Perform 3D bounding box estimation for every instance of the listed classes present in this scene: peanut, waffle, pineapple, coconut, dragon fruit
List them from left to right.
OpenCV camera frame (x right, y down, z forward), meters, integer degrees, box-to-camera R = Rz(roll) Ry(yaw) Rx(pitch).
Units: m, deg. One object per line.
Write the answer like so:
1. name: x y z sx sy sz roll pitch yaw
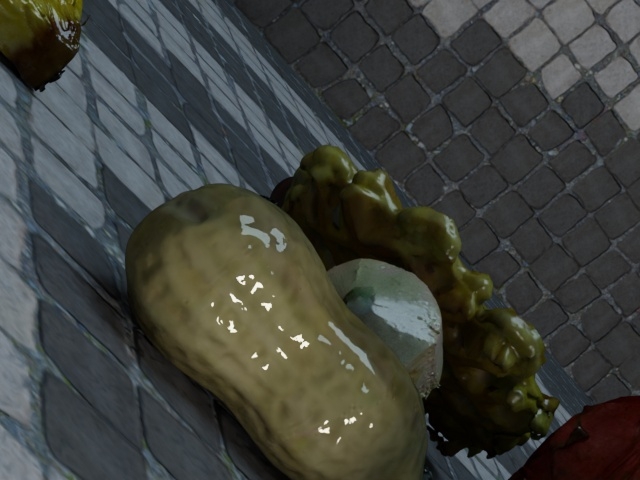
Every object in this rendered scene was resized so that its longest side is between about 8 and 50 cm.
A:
1. pineapple: -0.223 -0.164 1.181 0.116 0.069 0.137 58 19 14
2. peanut: -0.022 0.069 1.010 0.257 0.123 0.123 50 8 -23
3. coconut: 0.035 0.075 1.198 0.116 0.116 0.122 55 -10 28
4. waffle: 0.075 0.064 1.352 0.302 0.068 0.325 45 -18 11
5. dragon fruit: 0.265 0.238 1.280 0.241 0.252 0.241 12 54 -17

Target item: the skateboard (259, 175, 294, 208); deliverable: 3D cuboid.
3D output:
1. skateboard: 0.000 0.000 1.661 0.151 0.067 0.080 57 -1 6

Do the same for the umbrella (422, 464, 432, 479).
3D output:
1. umbrella: 0.071 0.194 1.172 0.050 0.046 0.188 26 17 -19
